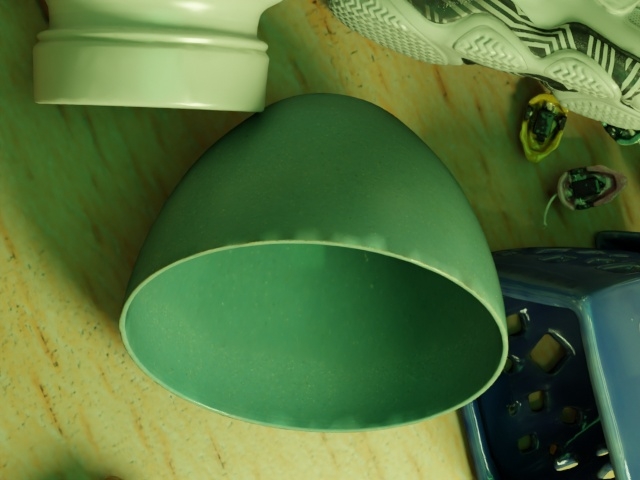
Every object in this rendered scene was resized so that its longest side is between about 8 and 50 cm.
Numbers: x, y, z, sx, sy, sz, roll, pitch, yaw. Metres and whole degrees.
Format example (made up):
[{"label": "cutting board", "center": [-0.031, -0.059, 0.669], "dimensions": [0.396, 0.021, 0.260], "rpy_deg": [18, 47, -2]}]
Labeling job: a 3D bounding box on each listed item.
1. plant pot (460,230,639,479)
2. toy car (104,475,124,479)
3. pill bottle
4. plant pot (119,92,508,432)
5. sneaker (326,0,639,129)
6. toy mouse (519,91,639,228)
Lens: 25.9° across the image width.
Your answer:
[{"label": "plant pot", "center": [0.261, 0.111, 1.197], "dimensions": [0.212, 0.236, 0.236], "rpy_deg": [-18, 101, -23]}, {"label": "toy car", "center": [-0.143, 0.311, 1.129], "dimensions": [0.219, 0.210, 0.238], "rpy_deg": [-5, 68, -31]}, {"label": "pill bottle", "center": [-0.118, -0.301, 1.025], "dimensions": [0.229, 0.229, 0.407], "rpy_deg": [1, 95, -19]}, {"label": "plant pot", "center": [0.000, 0.000, 1.095], "dimensions": [0.290, 0.290, 0.195], "rpy_deg": [17, 55, -19]}, {"label": "sneaker", "center": [0.204, -0.227, 1.152], "dimensions": [0.366, 0.137, 0.210], "rpy_deg": [18, 87, 3]}, {"label": "toy mouse", "center": [0.249, -0.083, 1.253], "dimensions": [0.143, 0.031, 0.161], "rpy_deg": [10, 98, 4]}]
